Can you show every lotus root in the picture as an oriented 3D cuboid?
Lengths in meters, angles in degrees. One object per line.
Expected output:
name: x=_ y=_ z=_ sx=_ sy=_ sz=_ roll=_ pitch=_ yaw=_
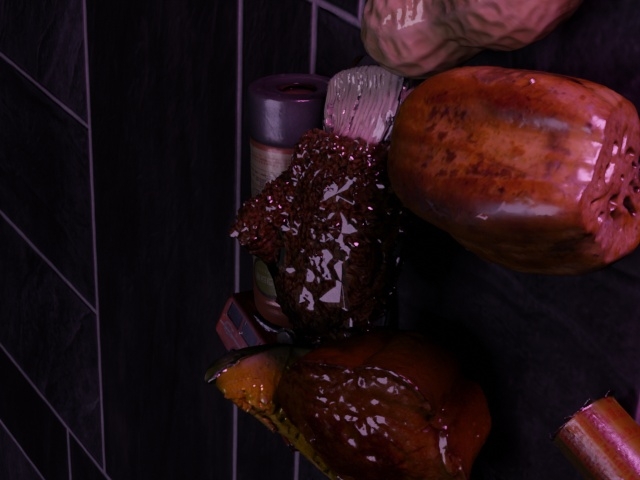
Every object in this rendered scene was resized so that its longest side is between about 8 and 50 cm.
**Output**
lotus root: x=0.177 y=-0.065 z=1.257 sx=0.291 sy=0.193 sz=0.193 roll=19 pitch=120 yaw=52

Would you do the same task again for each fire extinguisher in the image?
fire extinguisher: x=-0.010 y=0.002 z=1.636 sx=0.200 sy=0.113 sz=0.376 roll=32 pitch=130 yaw=49

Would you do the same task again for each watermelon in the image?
watermelon: x=-0.013 y=0.206 z=1.667 sx=0.301 sy=0.129 sz=0.123 roll=42 pitch=144 yaw=-26

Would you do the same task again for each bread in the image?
bread: x=0.071 y=0.201 z=1.530 sx=0.246 sy=0.135 sz=0.232 roll=-5 pitch=119 yaw=46

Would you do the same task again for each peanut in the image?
peanut: x=0.148 y=-0.233 z=1.263 sx=0.298 sy=0.120 sz=0.136 roll=-11 pitch=69 yaw=57

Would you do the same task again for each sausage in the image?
sausage: x=0.348 y=0.288 z=1.214 sx=0.371 sy=0.082 sz=0.082 roll=51 pitch=143 yaw=32

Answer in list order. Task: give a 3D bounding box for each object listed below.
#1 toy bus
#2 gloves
toy bus: x=-0.059 y=0.173 z=1.844 sx=0.235 sy=0.073 sz=0.096 roll=51 pitch=136 yaw=35
gloves: x=0.021 y=-0.041 z=1.462 sx=0.210 sy=0.135 sz=0.312 roll=12 pitch=90 yaw=39
